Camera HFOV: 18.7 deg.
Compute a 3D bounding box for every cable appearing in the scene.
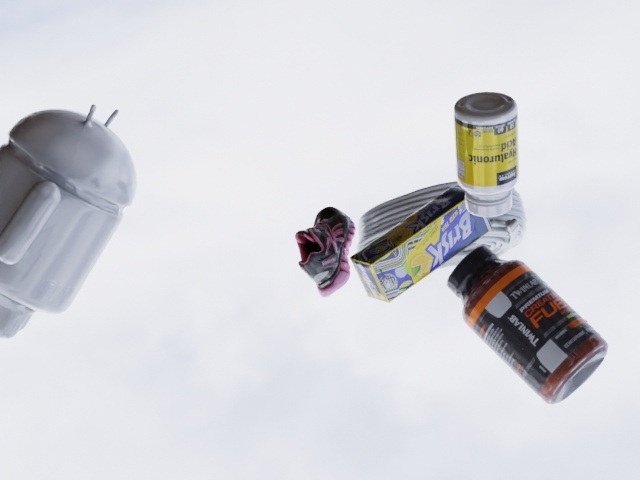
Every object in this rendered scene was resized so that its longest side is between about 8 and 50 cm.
[{"bbox_3d":[0.177,-0.018,2.874,0.257,0.089,0.257,-10,169,11],"label":"cable"}]

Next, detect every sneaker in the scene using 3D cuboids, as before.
[{"bbox_3d":[0.000,0.000,1.888,0.047,0.057,0.119,-39,-153,26],"label":"sneaker"}]

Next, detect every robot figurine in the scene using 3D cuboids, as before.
[{"bbox_3d":[-0.391,-0.037,2.741,0.353,0.200,0.300,-58,-175,6],"label":"robot figurine"}]

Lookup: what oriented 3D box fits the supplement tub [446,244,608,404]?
[{"bbox_3d":[0.242,0.096,2.330,0.106,0.106,0.198,-37,-110,-24],"label":"supplement tub"}]

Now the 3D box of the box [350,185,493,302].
[{"bbox_3d":[0.122,0.003,2.337,0.169,0.059,0.054,-35,-156,-21],"label":"box"}]

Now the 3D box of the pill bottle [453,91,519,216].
[{"bbox_3d":[0.167,-0.085,1.951,0.065,0.116,0.065,-4,-151,2],"label":"pill bottle"}]
